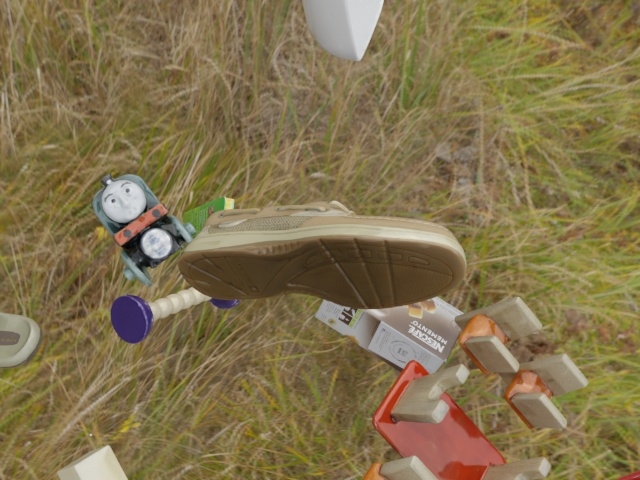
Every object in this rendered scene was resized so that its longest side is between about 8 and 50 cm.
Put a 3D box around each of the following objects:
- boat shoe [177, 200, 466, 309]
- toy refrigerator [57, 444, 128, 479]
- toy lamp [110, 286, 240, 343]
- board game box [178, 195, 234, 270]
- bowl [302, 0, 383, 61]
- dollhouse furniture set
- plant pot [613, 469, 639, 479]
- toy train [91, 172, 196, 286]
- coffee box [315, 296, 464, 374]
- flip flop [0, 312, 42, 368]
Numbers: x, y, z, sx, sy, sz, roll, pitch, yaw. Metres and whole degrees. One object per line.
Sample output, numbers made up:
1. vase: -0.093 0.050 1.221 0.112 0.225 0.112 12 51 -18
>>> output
1. boat shoe: 0.000 0.000 0.857 0.342 0.121 0.110 1 45 20
2. toy refrigerator: -0.423 0.564 1.519 0.094 0.102 0.269 -27 87 -44
3. toy lamp: -0.199 0.088 1.137 0.275 0.080 0.080 -18 80 -56
4. board game box: -0.219 -0.007 1.416 0.039 0.259 0.124 7 82 -23
5. bowl: 0.018 -0.255 0.686 0.053 0.142 0.141 5 49 15
6. dollhouse furniture set: 0.151 0.230 0.702 0.259 0.135 0.262 49 55 -9
7. plant pot: 0.149 0.221 0.360 0.191 0.191 0.174 -16 67 -20
8. toy train: -0.324 -0.027 1.310 0.142 0.334 0.190 -39 98 -10
9. coffee box: 0.135 0.145 1.397 0.247 0.098 0.141 33 44 8
10. flip flop: -0.575 0.150 1.161 0.277 0.080 0.112 1 65 15
